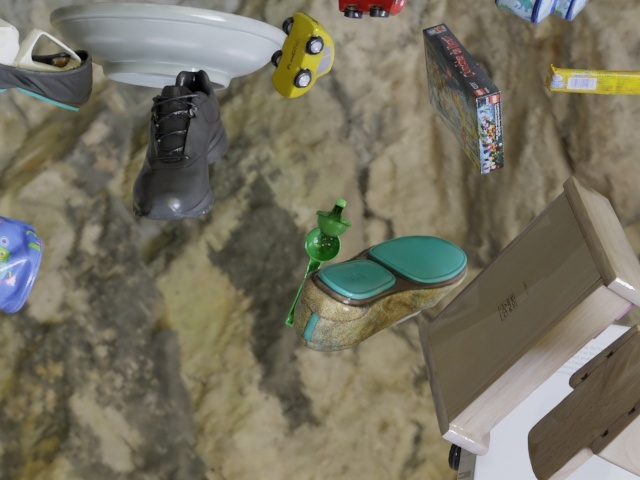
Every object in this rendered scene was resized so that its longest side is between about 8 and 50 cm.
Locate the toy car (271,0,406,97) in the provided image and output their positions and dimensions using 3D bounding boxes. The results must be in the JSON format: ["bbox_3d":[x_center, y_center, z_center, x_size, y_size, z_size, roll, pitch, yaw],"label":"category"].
[{"bbox_3d":[0.008,-0.305,1.383,0.053,0.225,0.239,0,156,-40],"label":"toy car"}]

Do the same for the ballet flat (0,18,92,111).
[{"bbox_3d":[-0.402,-0.234,1.556,0.280,0.095,0.096,1,115,-59],"label":"ballet flat"}]

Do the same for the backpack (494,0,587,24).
[{"bbox_3d":[0.231,-0.267,1.189,0.114,0.084,0.105,-44,158,-41],"label":"backpack"}]

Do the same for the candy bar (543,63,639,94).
[{"bbox_3d":[0.359,-0.197,1.491,0.162,0.040,0.018,3,-134,6],"label":"candy bar"}]

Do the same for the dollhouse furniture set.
[{"bbox_3d":[0.274,0.146,0.995,0.198,0.303,0.286,-48,-153,26],"label":"dollhouse furniture set"}]

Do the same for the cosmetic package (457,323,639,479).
[{"bbox_3d":[0.282,0.209,1.371,0.138,0.224,0.224,93,6,-78],"label":"cosmetic package"}]

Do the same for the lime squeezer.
[{"bbox_3d":[0.000,0.000,1.826,0.110,0.059,0.310,-46,167,-39],"label":"lime squeezer"}]

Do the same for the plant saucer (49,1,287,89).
[{"bbox_3d":[-0.258,-0.317,2.043,0.401,0.100,0.400,4,179,0],"label":"plant saucer"}]

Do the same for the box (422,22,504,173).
[{"bbox_3d":[0.242,-0.243,2.053,0.044,0.159,0.233,-18,-137,-9],"label":"box"}]

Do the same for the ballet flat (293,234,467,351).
[{"bbox_3d":[0.076,0.072,1.600,0.123,0.123,0.349,-21,177,34],"label":"ballet flat"}]

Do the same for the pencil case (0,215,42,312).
[{"bbox_3d":[-0.525,-0.014,1.643,0.133,0.306,0.119,-63,-151,-2],"label":"pencil case"}]

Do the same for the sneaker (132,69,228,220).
[{"bbox_3d":[-0.187,-0.125,1.552,0.109,0.130,0.286,-2,-148,3],"label":"sneaker"}]

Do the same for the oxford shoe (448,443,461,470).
[{"bbox_3d":[0.259,0.237,1.532,0.227,0.082,0.096,-26,-137,-28],"label":"oxford shoe"}]
